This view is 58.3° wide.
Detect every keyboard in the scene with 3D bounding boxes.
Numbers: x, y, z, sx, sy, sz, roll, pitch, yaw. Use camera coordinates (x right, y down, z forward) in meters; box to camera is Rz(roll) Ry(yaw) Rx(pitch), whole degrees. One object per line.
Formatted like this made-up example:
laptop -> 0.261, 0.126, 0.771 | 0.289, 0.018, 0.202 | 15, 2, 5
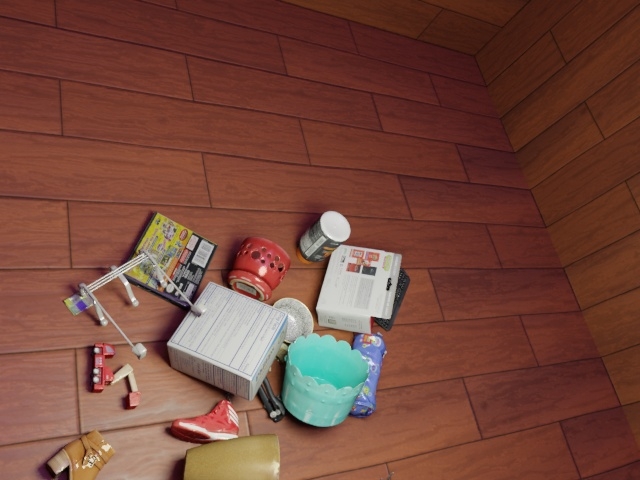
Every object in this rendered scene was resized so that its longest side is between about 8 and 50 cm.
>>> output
keyboard -> 0.262, 0.204, 2.379 | 0.201, 0.033, 0.317 | 37, 48, -9

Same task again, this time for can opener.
can opener -> -0.170, 0.510, 1.879 | 0.186, 0.059, 0.073 | 60, 4, -10

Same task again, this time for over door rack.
over door rack -> -0.541, 0.194, 1.744 | 0.324, 0.108, 0.239 | 40, 55, 21

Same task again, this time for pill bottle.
pill bottle -> 0.000, 0.000, 2.181 | 0.130, 0.245, 0.130 | 15, 56, -24

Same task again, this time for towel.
towel -> -0.729, 0.184, 1.747 | 0.060, 0.009, 0.083 | 52, 48, 2

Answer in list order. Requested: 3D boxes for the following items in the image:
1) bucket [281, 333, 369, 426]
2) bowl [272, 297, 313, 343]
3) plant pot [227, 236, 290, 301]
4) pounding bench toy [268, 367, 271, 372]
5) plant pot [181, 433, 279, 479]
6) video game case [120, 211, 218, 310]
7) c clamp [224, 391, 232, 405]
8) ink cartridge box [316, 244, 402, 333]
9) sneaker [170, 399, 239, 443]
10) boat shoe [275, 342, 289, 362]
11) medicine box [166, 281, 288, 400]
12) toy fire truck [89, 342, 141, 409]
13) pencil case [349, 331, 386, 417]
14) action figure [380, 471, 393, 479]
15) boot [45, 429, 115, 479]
bucket -> 0.006, 0.459, 1.891 | 0.281, 0.183, 0.281 | 14, 25, -7
bowl -> -0.118, 0.296, 2.038 | 0.170, 0.080, 0.170 | 17, 55, -26
plant pot -> -0.223, 0.109, 2.015 | 0.191, 0.191, 0.174 | 33, 59, -13
pounding bench toy -> -0.200, 0.432, 1.921 | 0.065, 0.052, 0.083 | 12, 58, -29
plant pot -> -0.264, 0.671, 1.646 | 0.254, 0.237, 0.237 | 7, 58, -13
video game case -> -0.507, 0.067, 1.948 | 0.248, 0.035, 0.275 | 30, 52, -16
c clamp -> -0.248, 0.442, 1.851 | 0.160, 0.022, 0.137 | -36, 59, -2
ink cartridge box -> 0.153, 0.184, 2.168 | 0.272, 0.130, 0.309 | 8, 52, 13
sneaker -> -0.348, 0.546, 1.751 | 0.221, 0.087, 0.128 | 29, 41, -32
boat shoe -> -0.191, 0.355, 1.969 | 0.190, 0.068, 0.072 | 34, 61, -12
medicine box -> -0.286, 0.312, 1.804 | 0.289, 0.149, 0.263 | 21, 49, 10
toy fire truck -> -0.600, 0.395, 1.682 | 0.135, 0.047, 0.192 | 8, 59, -31
pencil case -> 0.160, 0.484, 2.082 | 0.133, 0.119, 0.306 | 15, 54, 2
action figure -> 0.228, 0.893, 1.878 | 0.164, 0.141, 0.276 | -15, 88, -36
boot -> -0.610, 0.617, 1.530 | 0.152, 0.073, 0.197 | -33, 86, -45
